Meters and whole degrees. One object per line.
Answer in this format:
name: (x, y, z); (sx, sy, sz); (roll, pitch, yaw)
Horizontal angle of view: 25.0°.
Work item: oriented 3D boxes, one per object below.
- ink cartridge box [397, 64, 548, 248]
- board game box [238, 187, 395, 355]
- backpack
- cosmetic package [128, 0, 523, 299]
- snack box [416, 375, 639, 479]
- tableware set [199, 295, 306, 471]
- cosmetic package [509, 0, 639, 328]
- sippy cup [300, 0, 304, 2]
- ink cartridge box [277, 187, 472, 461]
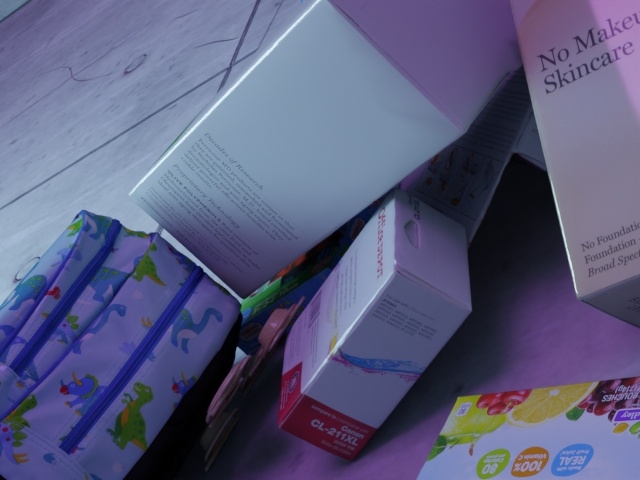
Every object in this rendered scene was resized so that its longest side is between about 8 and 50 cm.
ink cartridge box: (0.153, -0.085, 1.277); (0.239, 0.060, 0.275); (-66, 13, 4)
board game box: (0.000, 0.000, 1.403); (0.160, 0.039, 0.211); (-35, 20, 41)
backpack: (-0.215, 0.147, 1.262); (0.355, 0.273, 0.290); (-39, -9, -30)
cosmetic package: (0.011, -0.117, 1.217); (0.365, 0.155, 0.197); (-39, 10, 51)
snack box: (0.143, 0.170, 0.876); (0.207, 0.070, 0.174); (-14, 34, 48)
tableware set: (-0.062, 0.120, 1.248); (0.141, 0.020, 0.168); (-56, -6, -28)
cosmetic package: (0.236, -0.112, 0.996); (0.160, 0.113, 0.309); (-26, 61, 30)
sippy cup: (0.023, -0.413, 1.864); (0.240, 0.224, 0.305); (-52, 20, -27)
ink cartridge box: (0.042, 0.066, 1.137); (0.175, 0.072, 0.127); (-54, 15, 28)
